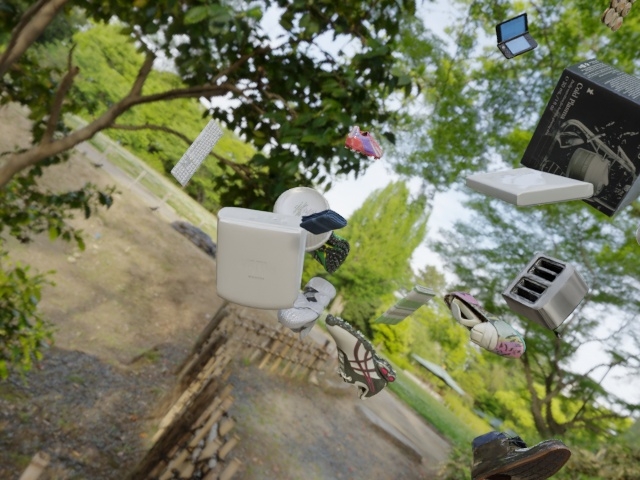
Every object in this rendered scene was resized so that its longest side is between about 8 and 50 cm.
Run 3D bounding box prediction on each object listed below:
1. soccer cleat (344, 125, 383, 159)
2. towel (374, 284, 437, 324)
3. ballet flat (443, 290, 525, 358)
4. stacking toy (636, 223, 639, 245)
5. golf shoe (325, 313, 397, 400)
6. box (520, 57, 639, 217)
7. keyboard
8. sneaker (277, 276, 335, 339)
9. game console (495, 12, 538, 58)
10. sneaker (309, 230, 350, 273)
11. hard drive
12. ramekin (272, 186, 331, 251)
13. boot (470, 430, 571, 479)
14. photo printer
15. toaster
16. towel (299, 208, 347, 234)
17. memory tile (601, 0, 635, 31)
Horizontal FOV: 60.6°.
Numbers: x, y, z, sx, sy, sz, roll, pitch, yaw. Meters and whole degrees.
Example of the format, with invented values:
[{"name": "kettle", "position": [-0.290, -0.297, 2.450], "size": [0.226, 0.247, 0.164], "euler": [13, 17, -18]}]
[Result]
[{"name": "soccer cleat", "position": [0.185, -0.379, 2.148], "size": [0.083, 0.095, 0.248], "euler": [32, 15, 34]}, {"name": "towel", "position": [0.221, 0.169, 1.429], "size": [0.113, 0.152, 0.023], "euler": [19, 36, -52]}, {"name": "ballet flat", "position": [0.340, 0.181, 1.185], "size": [0.079, 0.076, 0.221], "euler": [4, 26, -28]}, {"name": "stacking toy", "position": [1.182, -0.120, 1.687], "size": [0.350, 0.480, 0.350], "euler": [53, 0, 0]}, {"name": "golf shoe", "position": [0.086, 0.303, 1.404], "size": [0.273, 0.120, 0.105], "euler": [50, -10, -23]}, {"name": "box", "position": [1.205, -0.444, 2.340], "size": [0.472, 0.297, 0.479], "euler": [40, -42, 29]}, {"name": "keyboard", "position": [-0.418, -0.303, 1.870], "size": [0.014, 0.256, 0.072], "euler": [13, -30, 32]}, {"name": "sneaker", "position": [-0.077, 0.278, 1.994], "size": [0.137, 0.210, 0.366], "euler": [36, 24, 10]}, {"name": "game console", "position": [0.667, -0.693, 1.859], "size": [0.071, 0.122, 0.107], "euler": [75, -10, -67]}, {"name": "sneaker", "position": [0.000, 0.000, 2.008], "size": [0.146, 0.134, 0.343], "euler": [30, -17, 37]}, {"name": "hard drive", "position": [0.638, -0.172, 1.718], "size": [0.353, 0.233, 0.047], "euler": [-123, -154, -73]}, {"name": "ramekin", "position": [-0.060, -0.077, 1.779], "size": [0.207, 0.207, 0.109], "euler": [37, -25, 17]}, {"name": "boot", "position": [0.334, 0.367, 0.958], "size": [0.082, 0.219, 0.106], "euler": [24, 41, -18]}, {"name": "photo printer", "position": [-0.178, 0.067, 1.594], "size": [0.256, 0.307, 0.107], "euler": [9, 31, 1]}, {"name": "toaster", "position": [0.613, 0.141, 1.491], "size": [0.110, 0.168, 0.186], "euler": [45, -5, -29]}, {"name": "towel", "position": [0.007, -0.045, 1.319], "size": [0.067, 0.029, 0.119], "euler": [31, -28, -30]}, {"name": "memory tile", "position": [0.742, -0.590, 1.330], "size": [0.113, 0.148, 0.012], "euler": [1, 32, -46]}]
